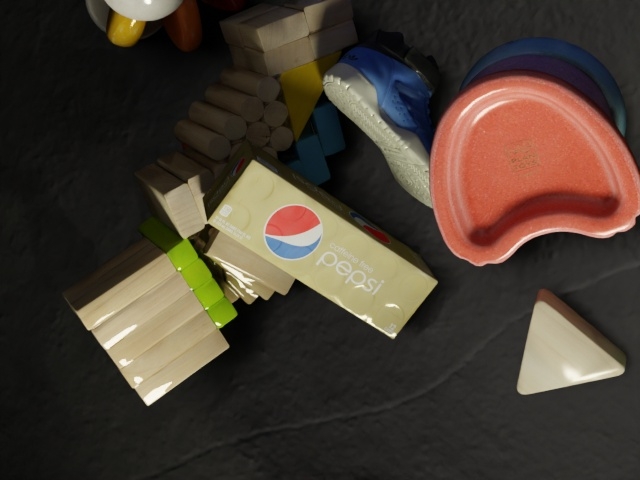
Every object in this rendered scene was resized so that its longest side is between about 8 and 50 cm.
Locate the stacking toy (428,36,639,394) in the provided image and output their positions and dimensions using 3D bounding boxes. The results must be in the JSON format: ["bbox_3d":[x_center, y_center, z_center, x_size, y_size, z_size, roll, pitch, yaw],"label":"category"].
[{"bbox_3d":[0.252,-0.034,0.865,0.309,0.130,0.279,-5,113,22],"label":"stacking toy"}]

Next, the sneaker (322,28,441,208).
[{"bbox_3d":[0.078,-0.100,0.924,0.152,0.058,0.084,47,69,-9],"label":"sneaker"}]

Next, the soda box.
[{"bbox_3d":[0.000,0.000,0.899,0.181,0.058,0.061,33,102,-19],"label":"soda box"}]

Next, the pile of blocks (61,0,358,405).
[{"bbox_3d":[-0.080,-0.044,0.968,0.362,0.149,0.113,-58,30,-1],"label":"pile of blocks"}]

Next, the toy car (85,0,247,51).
[{"bbox_3d":[-0.119,-0.246,0.967,0.136,0.159,0.181,7,90,-15],"label":"toy car"}]
